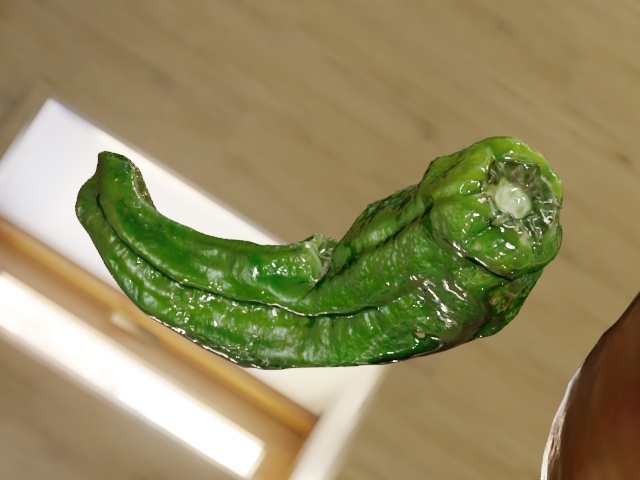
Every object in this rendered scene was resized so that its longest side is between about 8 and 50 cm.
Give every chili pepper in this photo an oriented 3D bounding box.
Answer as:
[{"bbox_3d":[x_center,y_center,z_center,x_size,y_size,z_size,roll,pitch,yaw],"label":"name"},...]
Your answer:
[{"bbox_3d":[0.001,0.005,0.628,0.182,0.073,0.050,-3,-138,35],"label":"chili pepper"}]

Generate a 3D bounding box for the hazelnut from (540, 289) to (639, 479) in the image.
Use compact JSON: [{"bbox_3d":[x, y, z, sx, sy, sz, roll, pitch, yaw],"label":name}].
[{"bbox_3d":[0.293,0.180,1.072,0.421,0.353,0.420,-40,-140,44],"label":"hazelnut"}]
